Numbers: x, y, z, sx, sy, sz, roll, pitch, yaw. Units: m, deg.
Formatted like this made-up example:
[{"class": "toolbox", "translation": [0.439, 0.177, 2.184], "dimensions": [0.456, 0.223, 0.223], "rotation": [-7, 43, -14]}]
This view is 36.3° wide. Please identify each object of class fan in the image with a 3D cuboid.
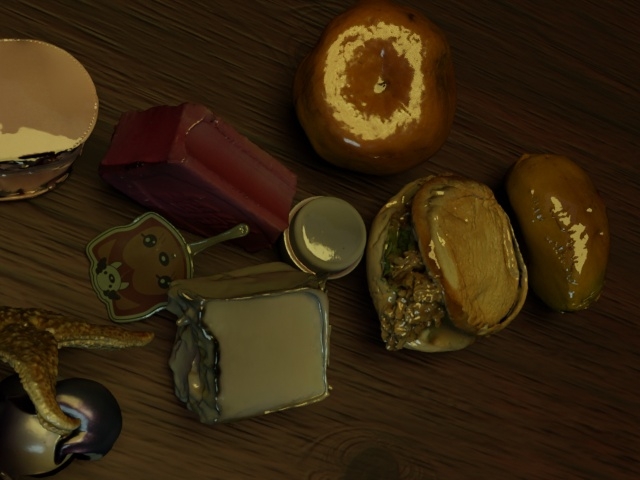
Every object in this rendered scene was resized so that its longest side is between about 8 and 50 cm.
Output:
[{"class": "fan", "translation": [-0.194, 0.021, 1.259], "dimensions": [0.220, 0.009, 0.132], "rotation": [-20, 89, 5]}]

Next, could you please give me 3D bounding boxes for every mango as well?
[{"class": "mango", "translation": [0.350, -0.014, 1.442], "dimensions": [0.156, 0.151, 0.248], "rotation": [13, 64, -52]}]

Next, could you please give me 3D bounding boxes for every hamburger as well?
[{"class": "hamburger", "translation": [0.175, 0.037, 1.357], "dimensions": [0.243, 0.146, 0.286], "rotation": [43, 50, -25]}]

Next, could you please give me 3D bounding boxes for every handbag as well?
[{"class": "handbag", "translation": [-0.389, -0.149, 1.231], "dimensions": [0.205, 0.116, 0.179], "rotation": [-11, 80, -23]}]

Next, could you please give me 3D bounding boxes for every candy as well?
[{"class": "candy", "translation": [-0.089, 0.120, 1.227], "dimensions": [0.195, 0.137, 0.184], "rotation": [-10, 109, -23]}]

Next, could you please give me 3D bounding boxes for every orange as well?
[{"class": "orange", "translation": [0.082, -0.209, 1.385], "dimensions": [0.249, 0.183, 0.248], "rotation": [0, 91, -9]}]

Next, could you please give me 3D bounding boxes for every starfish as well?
[{"class": "starfish", "translation": [-0.345, 0.120, 1.072], "dimensions": [0.375, 0.327, 0.094], "rotation": [0, 101, -28]}]

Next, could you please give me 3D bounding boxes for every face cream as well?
[{"class": "face cream", "translation": [0.000, 0.000, 1.337], "dimensions": [0.117, 0.104, 0.117], "rotation": [6, 73, -20]}]

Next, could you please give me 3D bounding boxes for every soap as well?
[{"class": "soap", "translation": [-0.139, -0.078, 1.274], "dimensions": [0.250, 0.162, 0.099], "rotation": [34, 58, -42]}]

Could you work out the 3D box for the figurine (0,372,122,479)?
[{"class": "figurine", "translation": [-0.345, 0.205, 1.142], "dimensions": [0.222, 0.145, 0.145], "rotation": [9, 73, -16]}]
